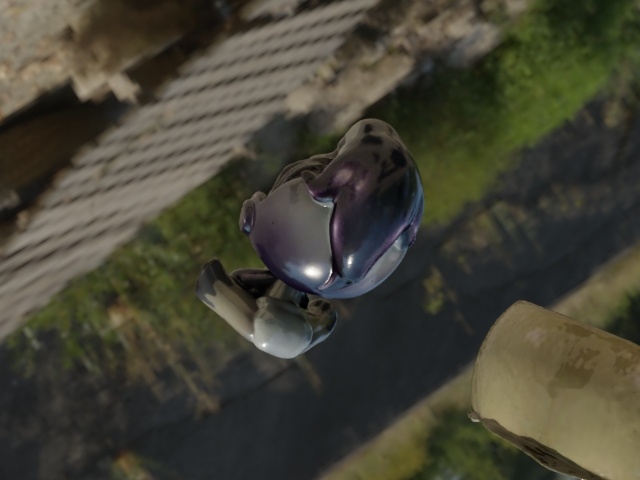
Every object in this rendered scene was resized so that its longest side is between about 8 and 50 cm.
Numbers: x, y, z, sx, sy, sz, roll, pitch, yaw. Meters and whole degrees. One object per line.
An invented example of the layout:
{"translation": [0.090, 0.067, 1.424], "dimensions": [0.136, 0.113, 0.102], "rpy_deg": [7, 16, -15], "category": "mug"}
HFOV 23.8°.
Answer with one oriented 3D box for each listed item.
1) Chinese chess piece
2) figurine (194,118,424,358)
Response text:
{"translation": [0.314, 0.181, 1.528], "dimensions": [0.338, 0.338, 0.141], "rpy_deg": [20, 93, -84], "category": "Chinese chess piece"}
{"translation": [0.000, 0.000, 1.267], "dimensions": [0.222, 0.145, 0.145], "rpy_deg": [-56, 166, 23], "category": "figurine"}
